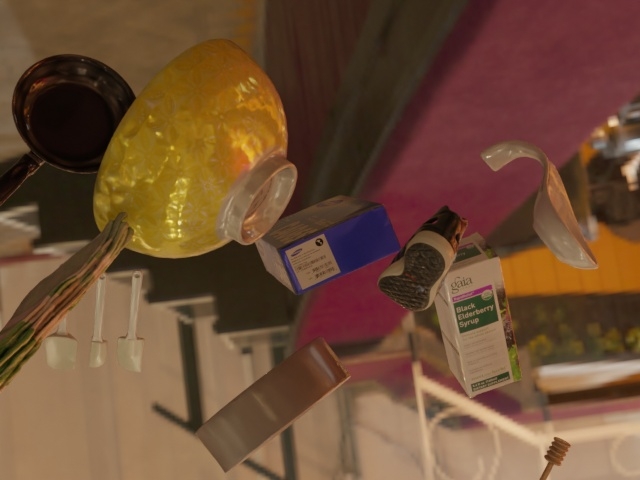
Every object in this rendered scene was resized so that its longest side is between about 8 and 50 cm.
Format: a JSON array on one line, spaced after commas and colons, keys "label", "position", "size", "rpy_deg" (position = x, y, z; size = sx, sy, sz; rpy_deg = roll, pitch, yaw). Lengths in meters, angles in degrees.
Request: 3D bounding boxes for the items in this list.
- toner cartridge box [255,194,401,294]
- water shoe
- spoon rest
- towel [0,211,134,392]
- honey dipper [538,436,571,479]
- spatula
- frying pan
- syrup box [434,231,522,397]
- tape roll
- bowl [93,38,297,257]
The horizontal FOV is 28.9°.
[{"label": "toner cartridge box", "position": [0.000, 0.000, 1.880], "size": [0.165, 0.075, 0.348], "rpy_deg": [-22, -173, -8]}, {"label": "water shoe", "position": [0.132, 0.025, 1.523], "size": [0.073, 0.080, 0.203], "rpy_deg": [37, 156, 1]}, {"label": "spoon rest", "position": [0.344, -0.063, 1.890], "size": [0.084, 0.276, 0.137], "rpy_deg": [-40, 139, 11]}, {"label": "towel", "position": [-0.346, 0.113, 1.352], "size": [0.248, 0.038, 0.325], "rpy_deg": [-34, -165, 39]}, {"label": "honey dipper", "position": [0.342, 0.384, 1.947], "size": [0.030, 0.160, 0.030], "rpy_deg": [26, -173, -4]}, {"label": "spatula", "position": [-0.379, 0.136, 2.099], "size": [0.168, 0.019, 0.242], "rpy_deg": [6, 130, -6]}, {"label": "frying pan", "position": [-0.382, -0.132, 1.849], "size": [0.197, 0.326, 0.053], "rpy_deg": [21, 153, -17]}, {"label": "syrup box", "position": [0.240, 0.117, 1.951], "size": [0.093, 0.237, 0.096], "rpy_deg": [-19, -151, -7]}, {"label": "tape roll", "position": [-0.064, 0.226, 1.707], "size": [0.219, 0.072, 0.219], "rpy_deg": [-37, 173, -5]}, {"label": "bowl", "position": [-0.123, -0.083, 1.512], "size": [0.156, 0.289, 0.289], "rpy_deg": [34, 180, 18]}]
